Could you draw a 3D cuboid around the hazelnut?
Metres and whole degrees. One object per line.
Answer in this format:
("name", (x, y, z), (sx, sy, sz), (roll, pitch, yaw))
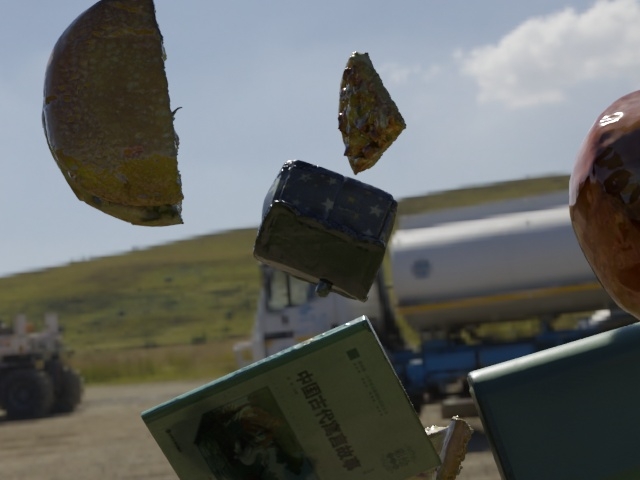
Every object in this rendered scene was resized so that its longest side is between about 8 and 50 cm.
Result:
("hazelnut", (0.507, -0.058, 1.745), (0.315, 0.372, 0.372), (23, -2, 7))

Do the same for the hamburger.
("hamburger", (-0.235, -0.147, 1.381), (0.156, 0.283, 0.144), (-11, -18, 0))

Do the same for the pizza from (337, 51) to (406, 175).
("pizza", (0.062, -0.174, 1.716), (0.046, 0.175, 0.134), (-15, 15, -29))

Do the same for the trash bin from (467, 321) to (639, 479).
("trash bin", (0.332, 0.161, 1.227), (0.343, 0.158, 0.223), (-17, -10, 3))

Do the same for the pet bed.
("pet bed", (0.000, 0.000, 1.972), (0.210, 0.159, 0.183), (21, -34, 2))

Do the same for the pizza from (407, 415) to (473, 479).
("pizza", (0.137, 0.362, 1.823), (0.080, 0.204, 0.188), (24, -19, -12))

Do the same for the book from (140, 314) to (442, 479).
("book", (-0.032, 0.224, 1.403), (0.282, 0.215, 0.025), (-25, 22, 9))
